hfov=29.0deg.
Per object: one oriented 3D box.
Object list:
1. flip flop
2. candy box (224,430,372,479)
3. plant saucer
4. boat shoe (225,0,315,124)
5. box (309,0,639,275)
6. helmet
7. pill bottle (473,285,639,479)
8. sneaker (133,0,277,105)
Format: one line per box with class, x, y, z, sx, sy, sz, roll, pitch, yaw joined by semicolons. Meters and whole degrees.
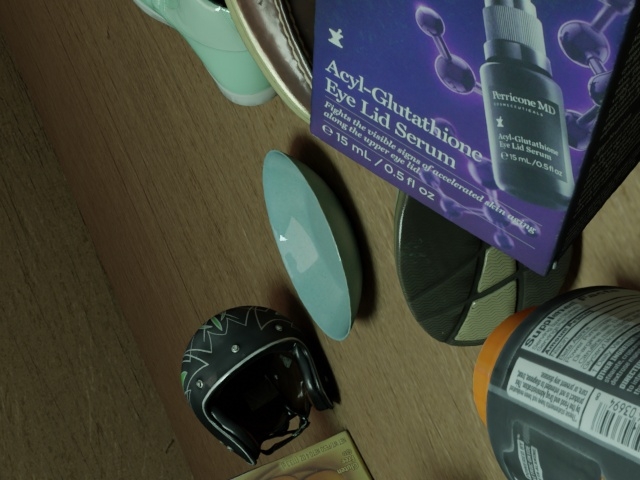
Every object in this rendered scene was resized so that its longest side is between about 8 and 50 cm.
flip flop;0.082;-0.064;0.762;0.080;0.112;0.277;-79;-27;-70
candy box;0.014;0.387;1.344;0.316;0.183;0.087;61;162;27
plant saucer;0.000;0.000;1.187;0.195;0.037;0.195;160;90;-73
boat shoe;-0.004;-0.234;0.792;0.123;0.123;0.342;-161;58;-71
box;0.086;-0.109;0.573;0.153;0.108;0.207;32;150;20
helmet;-0.079;0.153;1.404;0.161;0.169;0.169;56;165;-9
pill bottle;0.167;0.094;0.610;0.246;0.130;0.130;-161;52;-70
sneaker;-0.118;-0.258;1.152;0.256;0.094;0.151;49;161;27
